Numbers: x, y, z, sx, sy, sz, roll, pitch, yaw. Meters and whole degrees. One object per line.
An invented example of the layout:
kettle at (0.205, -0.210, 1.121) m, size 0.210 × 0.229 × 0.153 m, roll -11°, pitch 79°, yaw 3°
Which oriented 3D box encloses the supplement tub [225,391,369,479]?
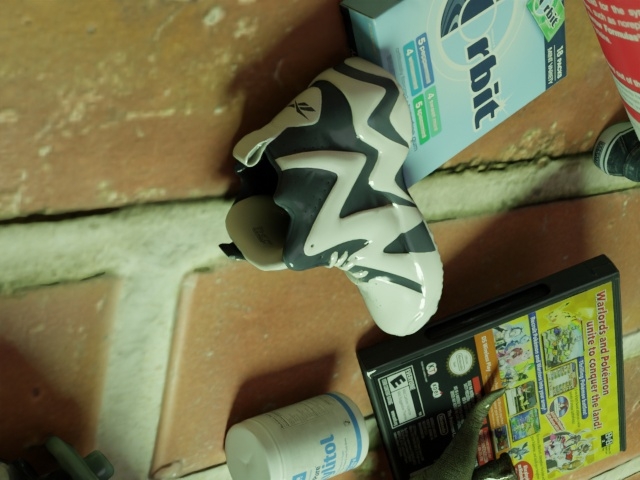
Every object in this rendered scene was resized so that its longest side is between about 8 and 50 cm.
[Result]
supplement tub at (-0.019, 0.174, 0.858) m, size 0.107 × 0.071 × 0.071 m, roll -13°, pitch 126°, yaw -37°

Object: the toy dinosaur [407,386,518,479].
toy dinosaur at (0.110, 0.280, 0.959) m, size 0.160 × 0.121 × 0.313 m, roll -3°, pitch 132°, yaw -36°

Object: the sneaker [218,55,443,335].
sneaker at (0.000, 0.000, 0.736) m, size 0.153 × 0.094 × 0.235 m, roll -30°, pitch 134°, yaw -22°

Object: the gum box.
gum box at (0.109, -0.150, 0.770) m, size 0.184 × 0.041 × 0.157 m, roll -35°, pitch 136°, yaw -21°

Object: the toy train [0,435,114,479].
toy train at (-0.145, 0.281, 0.724) m, size 0.142 × 0.190 × 0.334 m, roll -39°, pitch 137°, yaw -17°

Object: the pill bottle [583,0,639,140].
pill bottle at (0.262, -0.252, 0.663) m, size 0.229 × 0.229 × 0.407 m, roll -42°, pitch 123°, yaw -13°

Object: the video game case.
video game case at (0.179, 0.161, 0.994) m, size 0.248 × 0.035 × 0.275 m, roll -21°, pitch 131°, yaw -5°

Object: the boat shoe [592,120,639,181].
boat shoe at (0.362, -0.092, 1.012) m, size 0.183 × 0.083 × 0.065 m, roll -22°, pitch 131°, yaw -31°
